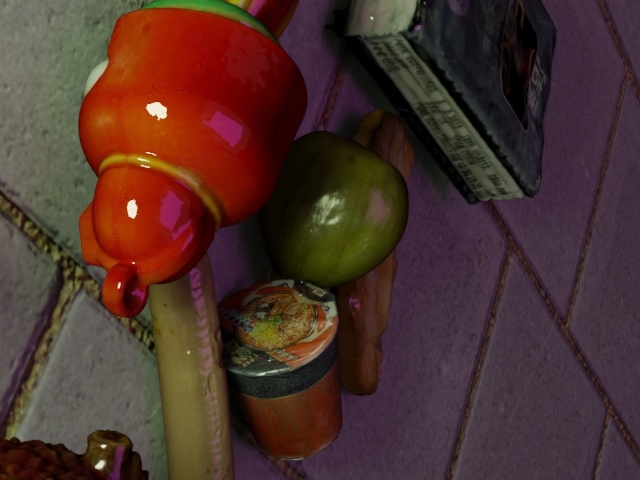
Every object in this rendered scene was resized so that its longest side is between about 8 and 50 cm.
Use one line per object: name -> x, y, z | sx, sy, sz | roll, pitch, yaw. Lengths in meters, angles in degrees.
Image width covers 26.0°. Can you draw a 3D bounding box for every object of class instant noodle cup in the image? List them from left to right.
instant noodle cup -> -0.033, 0.125, 1.273 | 0.127, 0.127, 0.135 | -58, 146, -42

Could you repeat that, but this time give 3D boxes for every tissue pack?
tissue pack -> 0.157, -0.234, 1.572 | 0.361, 0.122, 0.259 | 46, 49, -48

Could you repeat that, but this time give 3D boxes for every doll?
doll -> -0.100, -0.101, 1.094 | 0.182, 0.160, 0.363 | 58, 43, -53

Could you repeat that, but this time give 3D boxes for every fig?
fig -> -0.007, -0.014, 1.313 | 0.186, 0.142, 0.148 | -45, 176, 0

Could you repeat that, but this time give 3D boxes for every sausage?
sausage -> -0.110, 0.136, 1.185 | 0.066, 0.066, 0.301 | -22, 112, -58

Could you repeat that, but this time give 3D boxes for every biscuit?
biscuit -> 0.048, 0.009, 1.455 | 0.154, 0.045, 0.299 | 38, 59, -66

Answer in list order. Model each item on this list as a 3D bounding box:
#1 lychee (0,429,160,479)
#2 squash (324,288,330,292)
lychee -> -0.182, 0.251, 0.908 | 0.236, 0.236, 0.271 | 8, 108, -60
squash -> -0.003, 0.059, 1.397 | 0.027, 0.027, 0.083 | -3, 94, -60
